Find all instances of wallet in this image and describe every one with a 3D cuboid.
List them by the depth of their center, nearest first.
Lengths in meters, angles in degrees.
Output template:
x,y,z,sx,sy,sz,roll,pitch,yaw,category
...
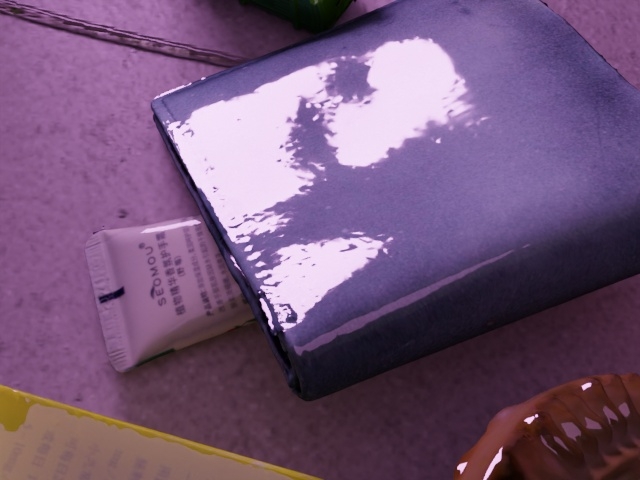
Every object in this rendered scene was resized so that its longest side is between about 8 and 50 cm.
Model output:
x,y,z,sx,sy,sz,roll,pitch,yaw,category
0.049,-0.054,0.583,0.251,0.054,0.290,-21,44,-12,wallet

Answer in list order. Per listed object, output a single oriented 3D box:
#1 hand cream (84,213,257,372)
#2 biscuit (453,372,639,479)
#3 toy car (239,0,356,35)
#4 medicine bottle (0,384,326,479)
x,y,z,sx,sy,sz,roll,pitch,yaw,category
0.000,0.000,0.617,0.276,0.059,0.095,-15,63,-6,hand cream
0.137,0.181,0.406,0.259,0.079,0.259,17,57,-28,biscuit
-0.051,-0.200,0.698,0.165,0.071,0.062,26,79,8,toy car
-0.058,0.176,0.481,0.250,0.137,0.141,15,60,4,medicine bottle
